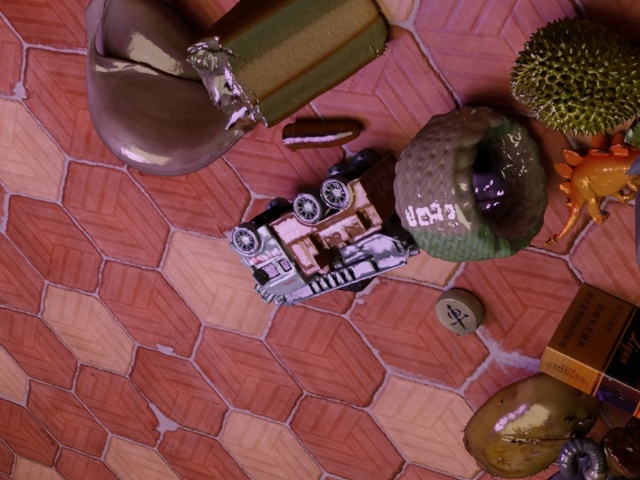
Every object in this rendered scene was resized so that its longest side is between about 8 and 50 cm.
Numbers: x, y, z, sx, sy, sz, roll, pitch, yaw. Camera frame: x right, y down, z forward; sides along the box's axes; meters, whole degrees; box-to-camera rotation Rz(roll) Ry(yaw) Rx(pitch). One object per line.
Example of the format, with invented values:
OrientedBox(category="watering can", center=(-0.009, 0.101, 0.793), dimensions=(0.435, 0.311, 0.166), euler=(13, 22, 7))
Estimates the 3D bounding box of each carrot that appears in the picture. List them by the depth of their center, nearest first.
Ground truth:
OrientedBox(category="carrot", center=(0.005, -0.166, 1.951), dimensions=(0.139, 0.048, 0.048), euler=(1, 129, 36))

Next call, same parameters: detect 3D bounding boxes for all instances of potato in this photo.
OrientedBox(category="potato", center=(0.346, 0.318, 2.083), dimensions=(0.173, 0.140, 0.300), euler=(7, 148, -26))

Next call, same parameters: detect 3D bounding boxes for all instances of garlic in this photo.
OrientedBox(category="garlic", center=(-0.279, -0.254, 1.943), dimensions=(0.340, 0.231, 0.246), euler=(45, 144, -18))

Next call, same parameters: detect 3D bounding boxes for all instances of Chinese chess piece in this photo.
OrientedBox(category="Chinese chess piece", center=(0.234, 0.120, 2.064), dimensions=(0.084, 0.034, 0.084), euler=(21, 138, 21))

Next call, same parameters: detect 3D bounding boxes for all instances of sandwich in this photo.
OrientedBox(category="sandwich", center=(-0.051, -0.270, 1.768), dimensions=(0.227, 0.198, 0.155), euler=(-8, 122, 43))

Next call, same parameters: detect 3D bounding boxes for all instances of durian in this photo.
OrientedBox(category="durian", center=(0.335, -0.206, 1.552), dimensions=(0.198, 0.159, 0.146), euler=(30, 115, 39))

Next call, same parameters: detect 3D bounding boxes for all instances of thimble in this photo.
OrientedBox(category="thimble", center=(0.211, -0.078, 1.743), dimensions=(0.150, 0.219, 0.219), euler=(-7, 123, 46))

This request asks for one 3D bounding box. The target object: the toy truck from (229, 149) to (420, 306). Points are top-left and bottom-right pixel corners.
OrientedBox(category="toy truck", center=(0.000, 0.000, 1.987), dimensions=(0.338, 0.133, 0.184), euler=(-27, 98, 37))

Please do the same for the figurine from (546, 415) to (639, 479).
OrientedBox(category="figurine", center=(0.466, 0.433, 2.024), dimensions=(0.382, 0.261, 0.186), euler=(109, 143, -52))

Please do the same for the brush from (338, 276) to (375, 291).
OrientedBox(category="brush", center=(-0.007, 0.027, 2.139), dimensions=(0.197, 0.059, 0.123), euler=(2, 126, 35))

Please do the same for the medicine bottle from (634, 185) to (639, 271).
OrientedBox(category="medicine bottle", center=(0.463, 0.054, 1.453), dimensions=(0.123, 0.375, 0.282), euler=(-25, 98, 20))

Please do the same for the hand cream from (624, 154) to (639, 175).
OrientedBox(category="hand cream", center=(0.444, -0.125, 1.543), dimensions=(0.065, 0.171, 0.043), euler=(-16, 105, 45))

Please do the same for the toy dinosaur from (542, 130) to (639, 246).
OrientedBox(category="toy dinosaur", center=(0.386, -0.090, 1.712), dimensions=(0.117, 0.070, 0.288), euler=(52, 137, 0))

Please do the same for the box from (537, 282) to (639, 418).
OrientedBox(category="box", center=(0.468, 0.179, 1.844), dimensions=(0.237, 0.152, 0.070), euler=(25, 140, 18))
